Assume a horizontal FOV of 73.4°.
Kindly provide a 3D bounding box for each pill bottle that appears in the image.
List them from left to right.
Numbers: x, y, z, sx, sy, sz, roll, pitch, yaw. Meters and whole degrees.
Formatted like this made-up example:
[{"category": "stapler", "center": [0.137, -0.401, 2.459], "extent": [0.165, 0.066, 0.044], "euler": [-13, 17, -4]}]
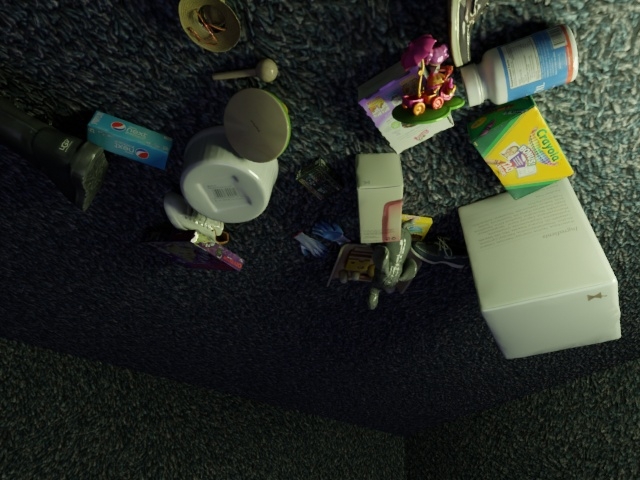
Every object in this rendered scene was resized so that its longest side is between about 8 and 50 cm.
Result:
[{"category": "pill bottle", "center": [0.434, -0.379, 0.956], "extent": [0.221, 0.124, 0.124], "euler": [-14, 138, 20]}]

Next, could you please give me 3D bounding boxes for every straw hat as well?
[{"category": "straw hat", "center": [-0.229, -0.482, 0.918], "extent": [0.144, 0.061, 0.144], "euler": [12, 154, 6]}]

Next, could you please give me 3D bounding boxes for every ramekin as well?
[{"category": "ramekin", "center": [-0.265, -0.175, 1.232], "extent": [0.276, 0.135, 0.277], "euler": [2, 141, 1]}]

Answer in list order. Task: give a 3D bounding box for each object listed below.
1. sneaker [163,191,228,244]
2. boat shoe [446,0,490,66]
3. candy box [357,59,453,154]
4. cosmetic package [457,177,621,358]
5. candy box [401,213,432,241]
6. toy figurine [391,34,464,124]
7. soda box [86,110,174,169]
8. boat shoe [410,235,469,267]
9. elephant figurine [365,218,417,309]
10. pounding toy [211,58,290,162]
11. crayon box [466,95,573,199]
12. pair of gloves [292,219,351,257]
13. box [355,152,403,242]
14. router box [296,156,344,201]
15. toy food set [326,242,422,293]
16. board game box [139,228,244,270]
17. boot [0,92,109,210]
[{"category": "sneaker", "center": [-0.392, -0.071, 1.399], "extent": [0.122, 0.106, 0.290], "euler": [-11, 150, 12]}, {"category": "boat shoe", "center": [0.297, -0.489, 0.851], "extent": [0.092, 0.103, 0.285], "euler": [-4, 134, 16]}, {"category": "candy box", "center": [0.212, -0.333, 1.066], "extent": [0.164, 0.070, 0.196], "euler": [-24, 133, 28]}, {"category": "cosmetic package", "center": [0.643, 0.084, 1.291], "extent": [0.327, 0.394, 0.329], "euler": [-18, 135, 23]}, {"category": "candy box", "center": [0.258, -0.047, 1.439], "extent": [0.205, 0.027, 0.105], "euler": [7, 140, -5]}, {"category": "toy figurine", "center": [0.234, -0.355, 0.918], "extent": [0.173, 0.130, 0.159], "euler": [-19, 129, -12]}, {"category": "soda box", "center": [-0.520, -0.274, 1.180], "extent": [0.209, 0.067, 0.071], "euler": [19, 138, -17]}, {"category": "boat shoe", "center": [0.420, 0.036, 1.472], "extent": [0.254, 0.095, 0.079], "euler": [14, 127, -25]}, {"category": "elephant figurine", "center": [0.227, 0.079, 1.386], "extent": [0.169, 0.240, 0.186], "euler": [-3, 145, 10]}, {"category": "pounding toy", "center": [-0.149, -0.325, 1.093], "extent": [0.182, 0.110, 0.237], "euler": [-4, 112, 24]}, {"category": "crayon box", "center": [0.534, -0.244, 1.145], "extent": [0.165, 0.081, 0.278], "euler": [-29, 131, 32]}, {"category": "pair of gloves", "center": [0.000, 0.000, 1.516], "extent": [0.198, 0.023, 0.159], "euler": [-29, 131, 31]}, {"category": "box", "center": [0.171, -0.121, 1.261], "extent": [0.126, 0.149, 0.232], "euler": [-2, 141, 6]}, {"category": "router box", "center": [0.001, -0.180, 1.286], "extent": [0.092, 0.038, 0.122], "euler": [-27, 132, 30]}, {"category": "toy food set", "center": [0.190, 0.119, 1.582], "extent": [0.305, 0.093, 0.220], "euler": [5, 142, -9]}, {"category": "board game box", "center": [-0.442, 0.036, 1.453], "extent": [0.346, 0.056, 0.208], "euler": [-1, 154, 43]}, {"category": "boot", "center": [-0.810, -0.269, 1.130], "extent": [0.444, 0.146, 0.367], "euler": [27, 155, -18]}]
